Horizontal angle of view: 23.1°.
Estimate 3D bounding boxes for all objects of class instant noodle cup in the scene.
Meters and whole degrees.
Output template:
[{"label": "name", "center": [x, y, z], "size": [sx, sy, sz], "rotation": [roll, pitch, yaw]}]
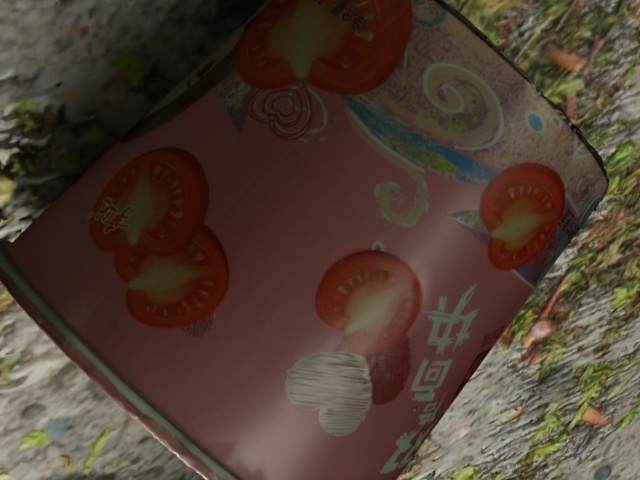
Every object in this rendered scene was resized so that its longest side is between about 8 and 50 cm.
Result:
[{"label": "instant noodle cup", "center": [0.000, 0.000, 0.782], "size": [0.231, 0.243, 0.243], "rotation": [-48, 145, -1]}]
